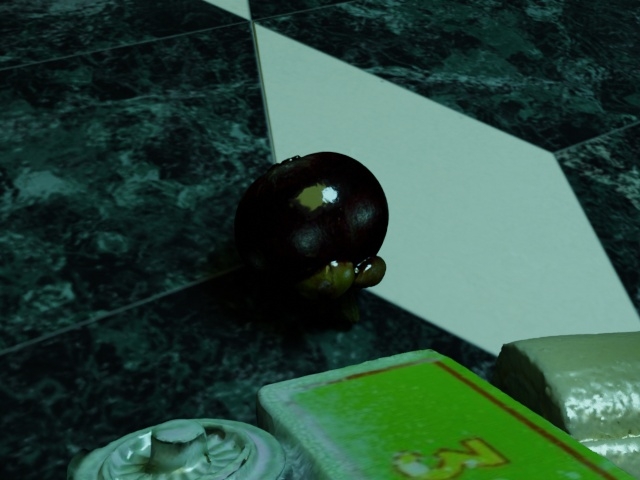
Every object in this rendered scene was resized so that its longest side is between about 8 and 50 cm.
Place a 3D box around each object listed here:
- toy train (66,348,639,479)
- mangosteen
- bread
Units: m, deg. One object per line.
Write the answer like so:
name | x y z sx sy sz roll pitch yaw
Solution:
toy train | 0.025 0.173 0.386 0.248 0.174 0.307 -8 15 -21
mangosteen | 0.000 0.000 0.669 0.140 0.140 0.140 7 43 -6
bread | 0.196 0.131 0.555 0.141 0.134 0.148 -2 33 -10
